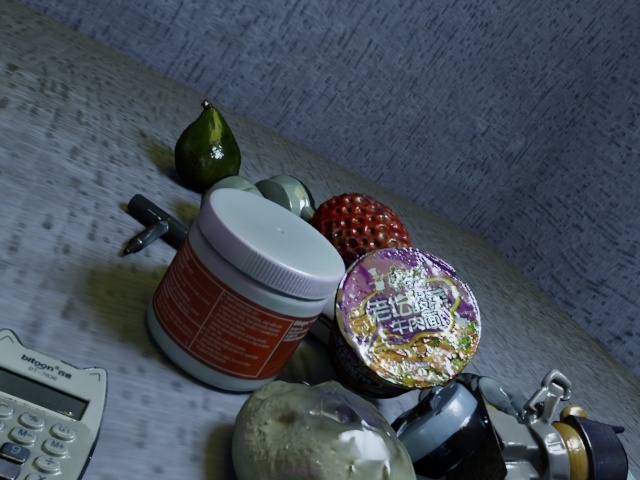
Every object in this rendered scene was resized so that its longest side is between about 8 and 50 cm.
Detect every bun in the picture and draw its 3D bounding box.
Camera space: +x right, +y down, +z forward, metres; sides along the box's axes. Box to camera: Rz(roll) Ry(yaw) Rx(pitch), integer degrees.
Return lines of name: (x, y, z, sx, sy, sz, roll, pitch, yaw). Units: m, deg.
bun: (0.019, 0.285, 0.741, 0.272, 0.168, 0.273, 29, 10, -6)

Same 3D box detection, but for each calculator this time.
calculator: (-0.325, 0.201, 0.571, 0.177, 0.040, 0.268, 28, 19, -14)

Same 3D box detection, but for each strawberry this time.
strawberry: (0.103, -0.023, 1.272, 0.253, 0.150, 0.280, 17, 14, -5)

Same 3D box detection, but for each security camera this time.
security camera: (-0.164, -0.067, 1.358, 0.277, 0.197, 0.191, -6, 54, -51)

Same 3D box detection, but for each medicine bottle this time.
medicine bottle: (-0.124, 0.079, 0.915, 0.252, 0.241, 0.252, 30, 19, -11)

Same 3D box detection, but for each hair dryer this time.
hair dryer: (-0.359, -0.021, 1.116, 0.173, 0.050, 0.195, 33, 20, 11)

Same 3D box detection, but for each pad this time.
pad: (0.251, 0.366, 0.930, 0.003, 0.158, 0.235, 22, 18, -2)

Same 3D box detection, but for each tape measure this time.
tape measure: (0.186, 0.316, 0.916, 0.107, 0.181, 0.182, 50, 19, 11)

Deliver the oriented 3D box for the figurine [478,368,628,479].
figurine: (0.417, 0.390, 0.981, 0.308, 0.309, 0.143, 31, -2, -7)

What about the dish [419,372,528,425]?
dish: (0.376, 0.380, 1.168, 0.324, 0.124, 0.324, 30, 17, -10)

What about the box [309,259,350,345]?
box: (0.079, 0.143, 1.261, 0.288, 0.141, 0.349, 35, 17, 14)

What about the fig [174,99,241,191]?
fig: (-0.302, -0.254, 1.516, 0.195, 0.245, 0.195, 14, 18, -5)

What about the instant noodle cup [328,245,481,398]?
instant noodle cup: (0.127, 0.162, 0.983, 0.251, 0.190, 0.251, 5, 60, -9)

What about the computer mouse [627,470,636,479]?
computer mouse: (0.563, 0.507, 1.076, 0.097, 0.160, 0.288, 13, 27, -11)
